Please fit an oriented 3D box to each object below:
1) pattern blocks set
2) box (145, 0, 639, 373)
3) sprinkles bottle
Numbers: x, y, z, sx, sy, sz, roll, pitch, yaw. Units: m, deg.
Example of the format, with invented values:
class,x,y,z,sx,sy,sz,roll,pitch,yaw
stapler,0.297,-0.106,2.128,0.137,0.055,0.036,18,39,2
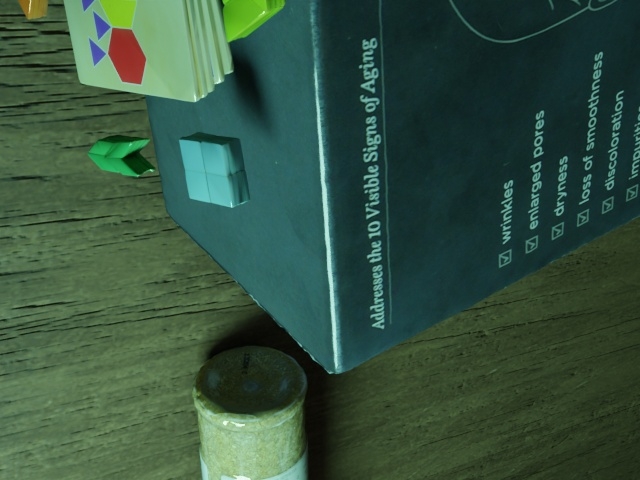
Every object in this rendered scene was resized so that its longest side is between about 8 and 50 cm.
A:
class,x,y,z,sx,sy,sz,roll,pitch,yaw
pattern blocks set,-0.127,-0.188,0.725,0.026,0.285,0.325,-26,127,-40
box,0.111,-0.230,0.875,0.471,0.297,0.480,-26,132,-26
sprinkles bottle,-0.069,0.286,1.206,0.121,0.121,0.355,-21,129,-27
